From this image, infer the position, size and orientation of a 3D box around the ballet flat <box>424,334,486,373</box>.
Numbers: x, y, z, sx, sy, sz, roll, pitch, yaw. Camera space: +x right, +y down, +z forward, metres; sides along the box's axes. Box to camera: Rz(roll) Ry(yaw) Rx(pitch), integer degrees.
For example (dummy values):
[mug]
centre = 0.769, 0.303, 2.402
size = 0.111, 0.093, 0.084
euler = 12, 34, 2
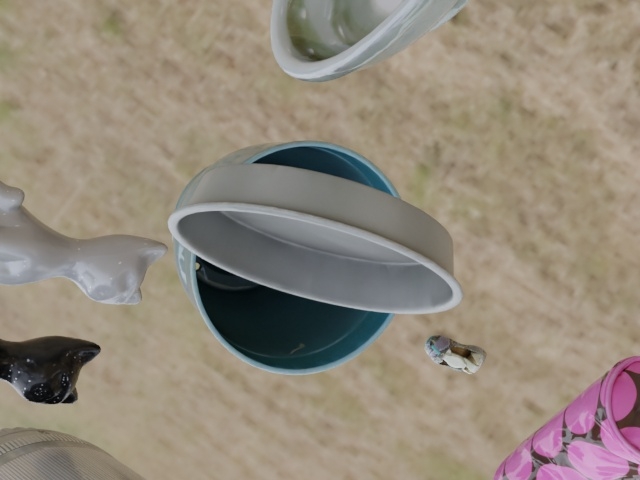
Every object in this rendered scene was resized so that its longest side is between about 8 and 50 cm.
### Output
[ballet flat]
centre = 0.175, 0.148, 1.798
size = 0.114, 0.041, 0.041
euler = 21, 179, -44

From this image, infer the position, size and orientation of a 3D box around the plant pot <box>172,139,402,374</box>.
[plant pot]
centre = -0.061, 0.003, 1.767
size = 0.271, 0.271, 0.255
euler = 41, 173, -22

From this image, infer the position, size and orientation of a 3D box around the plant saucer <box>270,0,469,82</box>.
[plant saucer]
centre = 0.102, -0.322, 1.477
size = 0.100, 0.400, 0.400
euler = 29, 169, -25

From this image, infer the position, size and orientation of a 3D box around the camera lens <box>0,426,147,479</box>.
[camera lens]
centre = -0.220, 0.292, 1.241
size = 0.219, 0.219, 0.274
euler = 45, 164, -32

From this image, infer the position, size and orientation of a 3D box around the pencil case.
[pencil case]
centre = 0.228, 0.180, 1.195
size = 0.098, 0.095, 0.209
euler = 61, 149, 20

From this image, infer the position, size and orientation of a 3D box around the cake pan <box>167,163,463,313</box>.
[cake pan]
centre = 0.000, 0.000, 1.399
size = 0.293, 0.054, 0.293
euler = 14, 164, 4

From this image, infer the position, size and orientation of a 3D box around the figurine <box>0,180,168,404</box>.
[figurine]
centre = -0.258, 0.049, 1.220
size = 0.209, 0.215, 0.092
euler = 19, -146, -30
